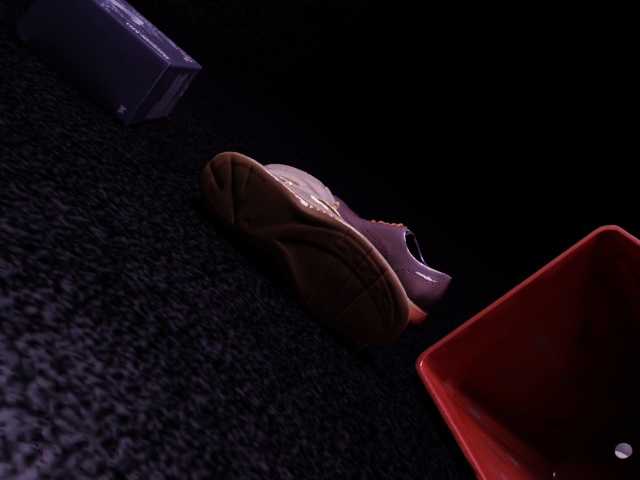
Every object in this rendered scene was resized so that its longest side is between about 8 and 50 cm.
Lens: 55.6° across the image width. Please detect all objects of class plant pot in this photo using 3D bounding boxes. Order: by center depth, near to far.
[{"bbox_3d":[0.300,0.194,0.611,0.236,0.267,0.267,51,7,-27],"label":"plant pot"}]

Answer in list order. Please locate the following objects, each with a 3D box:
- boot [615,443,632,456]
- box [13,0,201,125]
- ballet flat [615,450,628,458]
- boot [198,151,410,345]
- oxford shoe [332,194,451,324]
[{"bbox_3d":[0.608,0.394,1.021,0.083,0.161,0.246,24,21,-54],"label":"boot"},{"bbox_3d":[-0.244,-0.226,0.730,0.156,0.093,0.158,40,13,-8],"label":"box"},{"bbox_3d":[0.499,0.397,0.936,0.052,0.057,0.168,10,32,-50],"label":"ballet flat"},{"bbox_3d":[0.000,0.000,0.699,0.262,0.095,0.203,38,10,6],"label":"boot"},{"bbox_3d":[0.096,0.005,0.952,0.271,0.098,0.096,48,14,30],"label":"oxford shoe"}]
